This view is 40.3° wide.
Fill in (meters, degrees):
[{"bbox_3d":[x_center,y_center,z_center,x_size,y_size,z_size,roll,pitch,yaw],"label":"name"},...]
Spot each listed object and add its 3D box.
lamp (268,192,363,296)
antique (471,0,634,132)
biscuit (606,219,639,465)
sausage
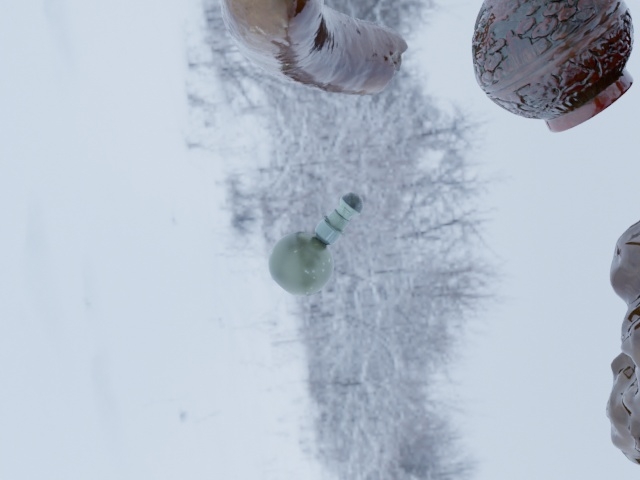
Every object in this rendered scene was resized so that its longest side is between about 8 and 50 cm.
[{"bbox_3d":[0.000,0.000,1.192,0.091,0.163,0.091,37,13,-10],"label":"lamp"},{"bbox_3d":[0.141,-0.123,0.539,0.104,0.104,0.104,-6,90,-88],"label":"antique"},{"bbox_3d":[0.385,-0.019,0.539,0.166,0.395,0.343,55,-27,-18],"label":"biscuit"},{"bbox_3d":[-0.009,-0.175,0.737,0.302,0.103,0.076,-2,78,-69],"label":"sausage"}]
